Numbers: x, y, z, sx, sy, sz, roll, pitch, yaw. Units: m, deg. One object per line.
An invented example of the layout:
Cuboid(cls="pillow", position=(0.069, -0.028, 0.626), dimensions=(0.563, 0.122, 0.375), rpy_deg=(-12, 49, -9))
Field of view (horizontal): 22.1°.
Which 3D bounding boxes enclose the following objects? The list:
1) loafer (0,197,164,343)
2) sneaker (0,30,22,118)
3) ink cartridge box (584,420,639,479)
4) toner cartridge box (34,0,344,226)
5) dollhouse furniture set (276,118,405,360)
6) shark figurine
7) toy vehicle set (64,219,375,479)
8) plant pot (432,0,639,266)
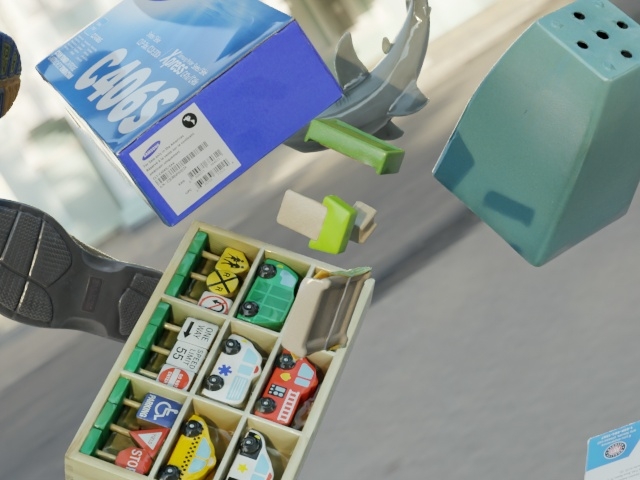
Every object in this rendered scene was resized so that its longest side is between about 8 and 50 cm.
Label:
Cuboid(cls="loafer", position=(-0.272, 0.035, 1.637), dimensions=(0.095, 0.302, 0.109), rpy_deg=(11, 79, 49))
Cuboid(cls="sneaker", position=(-0.441, -0.180, 1.772), dimensions=(0.131, 0.112, 0.296), rpy_deg=(11, 12, 23))
Cuboid(cls="ink cartridge box", position=(0.377, 0.312, 1.673), dimensions=(0.171, 0.168, 0.233), rpy_deg=(-24, 30, 32))
Cuboid(cls="toner cartridge box", position=(-0.118, -0.130, 1.324), dimensions=(0.165, 0.075, 0.348), rpy_deg=(-37, 24, -7))
Cuboid(cls="dollhouse furniture set", position=(0.000, 0.000, 1.088), dimensions=(0.076, 0.058, 0.152), rpy_deg=(-11, -57, -63))
Cuboid(cls="shark figurine", position=(0.090, -0.197, 1.816), dimensions=(0.116, 0.166, 0.278), rpy_deg=(36, 101, 53))
Cuboid(cls="toy vehicle set", position=(-0.074, 0.108, 1.309), dimensions=(0.035, 0.166, 0.267), rpy_deg=(99, -169, -47))
Cuboid(cls="plant pot", position=(0.260, -0.130, 1.735), dimensions=(0.165, 0.165, 0.234), rpy_deg=(-28, -29, -37))
